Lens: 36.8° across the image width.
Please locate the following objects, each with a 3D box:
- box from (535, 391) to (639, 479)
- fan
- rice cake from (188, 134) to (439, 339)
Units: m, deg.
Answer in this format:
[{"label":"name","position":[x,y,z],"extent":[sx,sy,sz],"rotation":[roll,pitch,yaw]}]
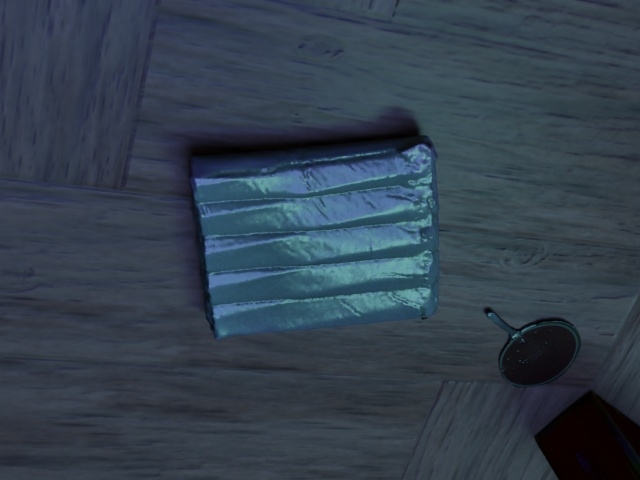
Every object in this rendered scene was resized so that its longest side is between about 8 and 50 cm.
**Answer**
[{"label":"box","position":[0.376,0.305,0.987],"extent":[0.313,0.197,0.089],"rotation":[35,108,-32]},{"label":"fan","position":[0.195,0.098,0.910],"extent":[0.085,0.005,0.133],"rotation":[-43,125,15]},{"label":"rice cake","position":[0.000,0.000,0.765],"extent":[0.198,0.037,0.189],"rotation":[-11,126,-9]}]
